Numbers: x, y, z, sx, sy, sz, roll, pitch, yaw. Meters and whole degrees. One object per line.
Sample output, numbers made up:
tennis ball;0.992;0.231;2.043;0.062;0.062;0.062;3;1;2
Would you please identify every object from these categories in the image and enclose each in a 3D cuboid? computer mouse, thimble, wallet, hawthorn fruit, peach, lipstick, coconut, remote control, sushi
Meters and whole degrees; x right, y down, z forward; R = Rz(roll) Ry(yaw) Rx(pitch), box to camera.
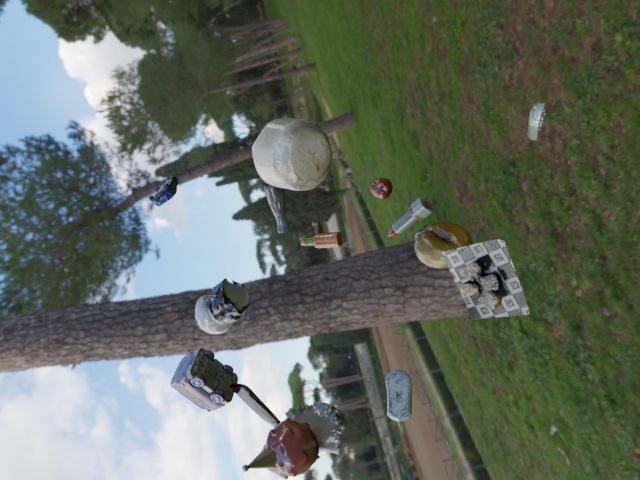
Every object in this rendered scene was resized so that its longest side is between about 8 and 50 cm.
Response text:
computer mouse;0.269;0.528;1.562;0.056;0.089;0.181;28;-119;-68
thimble;0.537;-0.008;2.275;0.135;0.090;0.118;57;152;-7
wallet;-0.196;0.572;1.557;0.255;0.031;0.137;48;152;-11
hawthorn fruit;0.242;-0.210;1.851;0.093;0.093;0.092;-14;-90;-89
peach;0.547;0.024;2.044;0.251;0.252;0.153;-102;-6;-56
lipstick;0.290;-0.069;1.554;0.063;0.186;0.057;22;-136;-29
coconut;-0.088;-0.252;1.342;0.234;0.224;0.224;16;125;58
remote control;0.696;-0.383;1.494;0.221;0.042;0.078;9;-83;-68
sushi;0.418;0.113;1.202;0.193;0.040;0.209;-20;94;51

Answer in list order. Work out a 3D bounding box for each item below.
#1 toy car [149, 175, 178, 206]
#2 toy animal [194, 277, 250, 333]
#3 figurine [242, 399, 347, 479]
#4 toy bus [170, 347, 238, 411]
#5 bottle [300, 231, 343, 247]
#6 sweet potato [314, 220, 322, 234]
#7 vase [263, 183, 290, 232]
toy car;-0.633;-0.201;1.902;0.063;0.103;0.216;50;-170;-21
toy animal;-0.471;0.314;2.198;0.213;0.267;0.212;38;-149;-28
figurine;-0.063;0.586;1.323;0.387;0.207;0.165;-12;-53;-56
toy bus;-0.403;0.491;1.622;0.202;0.142;0.141;46;-153;-22
bottle;0.000;0.000;1.988;0.069;0.187;0.068;-3;-90;-66
sweet potato;-0.008;-0.046;2.084;0.034;0.034;0.094;73;-169;-69
vase;-0.178;-0.139;1.977;0.086;0.086;0.213;-100;-2;-70
